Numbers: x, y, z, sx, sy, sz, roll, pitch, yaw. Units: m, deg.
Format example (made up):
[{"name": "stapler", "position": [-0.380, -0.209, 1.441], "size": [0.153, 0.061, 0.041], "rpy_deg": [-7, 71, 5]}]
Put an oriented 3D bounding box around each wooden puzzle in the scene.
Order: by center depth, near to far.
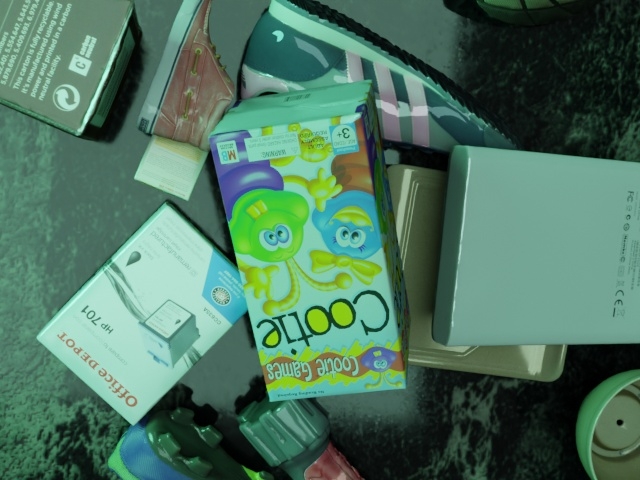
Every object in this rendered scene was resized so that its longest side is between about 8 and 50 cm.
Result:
[{"name": "wooden puzzle", "position": [0.171, 0.038, 1.023], "size": [0.238, 0.044, 0.221], "rpy_deg": [9, 94, -5]}]

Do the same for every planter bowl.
[{"name": "planter bowl", "position": [0.359, 0.218, 1.029], "size": [0.162, 0.109, 0.162], "rpy_deg": [-1, 95, -9]}]

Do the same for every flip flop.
[{"name": "flip flop", "position": [0.293, -0.314, 0.984], "size": [0.277, 0.112, 0.080], "rpy_deg": [-20, 72, -4]}]

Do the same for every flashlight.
[{"name": "flashlight", "position": [0.044, 0.283, 0.990], "size": [0.103, 0.103, 0.304], "rpy_deg": [-40, 100, -5]}]

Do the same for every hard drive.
[{"name": "hard drive", "position": [0.268, 0.011, 0.972], "size": [0.307, 0.040, 0.203], "rpy_deg": [2, 97, -25]}]

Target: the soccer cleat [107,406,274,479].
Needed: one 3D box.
[{"name": "soccer cleat", "position": [-0.108, 0.299, 0.990], "size": [0.121, 0.093, 0.289], "rpy_deg": [-36, 106, 27]}]

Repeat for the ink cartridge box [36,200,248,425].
[{"name": "ink cartridge box", "position": [-0.177, 0.075, 0.950], "size": [0.139, 0.082, 0.191], "rpy_deg": [44, 86, -10]}]

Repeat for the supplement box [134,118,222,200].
[{"name": "supplement box", "position": [-0.151, -0.098, 0.960], "size": [0.062, 0.036, 0.098], "rpy_deg": [23, 89, -9]}]

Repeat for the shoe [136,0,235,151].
[{"name": "shoe", "position": [-0.124, -0.177, 0.927], "size": [0.081, 0.063, 0.178], "rpy_deg": [20, 67, -12]}]

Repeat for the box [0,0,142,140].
[{"name": "box", "position": [-0.368, -0.229, 0.841], "size": [0.381, 0.191, 0.143], "rpy_deg": [22, 91, -11]}]

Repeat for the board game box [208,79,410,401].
[{"name": "board game box", "position": [0.000, 0.000, 0.891], "size": [0.144, 0.142, 0.275], "rpy_deg": [-8, 111, 10]}]

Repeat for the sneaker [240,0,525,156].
[{"name": "sneaker", "position": [0.064, -0.140, 0.970], "size": [0.319, 0.112, 0.131], "rpy_deg": [29, 110, -10]}]
